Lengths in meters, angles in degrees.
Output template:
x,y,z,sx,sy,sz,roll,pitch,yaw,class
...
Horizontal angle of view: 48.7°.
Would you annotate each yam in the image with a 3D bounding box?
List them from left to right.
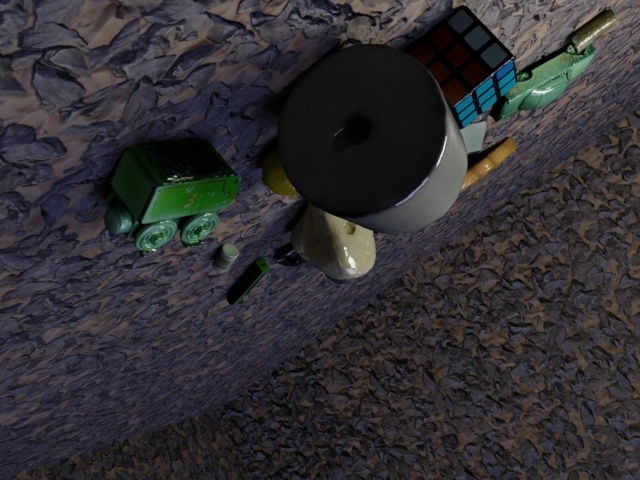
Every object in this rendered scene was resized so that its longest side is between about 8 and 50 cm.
x,y,z,sx,sy,sz,roll,pitch,yaw,class
0.737,-0.568,1.919,0.132,0.054,0.054,-36,165,8,yam

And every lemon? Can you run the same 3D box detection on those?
x,y,z,sx,sy,sz,roll,pitch,yaw,class
-0.069,-0.148,1.484,0.133,0.109,0.109,-25,170,27,lemon

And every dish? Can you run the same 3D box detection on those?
x,y,z,sx,sy,sz,roll,pitch,yaw,class
0.397,-0.264,2.123,0.243,0.080,0.182,-19,159,-45,dish

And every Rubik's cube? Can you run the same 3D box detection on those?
x,y,z,sx,sy,sz,roll,pitch,yaw,class
0.292,-0.353,1.464,0.160,0.163,0.162,-40,160,9,Rubik's cube

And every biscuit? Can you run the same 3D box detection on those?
x,y,z,sx,sy,sz,roll,pitch,yaw,class
0.443,-0.193,2.253,0.385,0.062,0.365,-31,-177,41,biscuit

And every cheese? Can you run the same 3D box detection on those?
x,y,z,sx,sy,sz,roll,pitch,yaw,class
0.039,0.001,1.933,0.174,0.247,0.251,-19,166,-39,cheese

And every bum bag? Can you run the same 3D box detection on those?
x,y,z,sx,sy,sz,roll,pitch,yaw,class
0.000,0.000,2.143,0.310,0.074,0.137,-29,174,1,bum bag

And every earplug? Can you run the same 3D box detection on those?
x,y,z,sx,sy,sz,roll,pitch,yaw,class
0.130,-0.163,1.400,0.313,0.312,0.394,-36,161,12,earplug

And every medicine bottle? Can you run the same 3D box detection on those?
x,y,z,sx,sy,sz,roll,pitch,yaw,class
-0.248,0.046,1.840,0.047,0.047,0.083,-20,160,-40,medicine bottle

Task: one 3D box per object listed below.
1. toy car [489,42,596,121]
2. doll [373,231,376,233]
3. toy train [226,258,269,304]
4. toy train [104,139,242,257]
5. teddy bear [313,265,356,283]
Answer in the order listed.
x,y,z,sx,sy,sz,roll,pitch,yaw,class
0.630,-0.442,1.999,0.321,0.097,0.141,-30,165,-10,toy car
0.190,-0.063,2.314,0.127,0.088,0.249,-37,168,15,doll
-0.222,0.129,2.152,0.042,0.044,0.209,-19,160,-45,toy train
-0.264,-0.083,1.267,0.243,0.132,0.188,-14,148,-49,toy train
0.063,0.060,2.308,0.144,0.171,0.251,-53,159,-3,teddy bear
